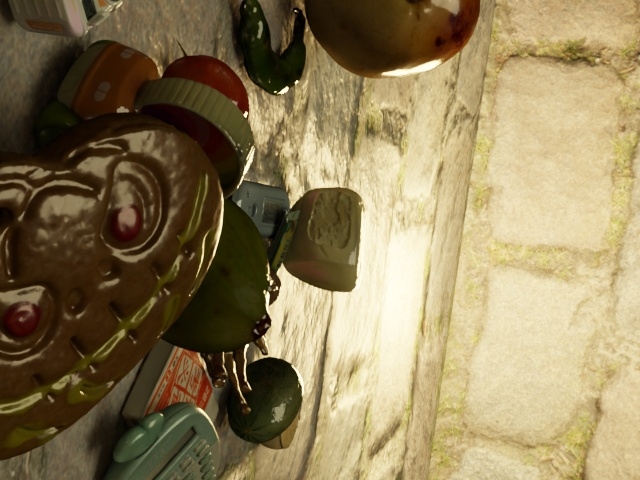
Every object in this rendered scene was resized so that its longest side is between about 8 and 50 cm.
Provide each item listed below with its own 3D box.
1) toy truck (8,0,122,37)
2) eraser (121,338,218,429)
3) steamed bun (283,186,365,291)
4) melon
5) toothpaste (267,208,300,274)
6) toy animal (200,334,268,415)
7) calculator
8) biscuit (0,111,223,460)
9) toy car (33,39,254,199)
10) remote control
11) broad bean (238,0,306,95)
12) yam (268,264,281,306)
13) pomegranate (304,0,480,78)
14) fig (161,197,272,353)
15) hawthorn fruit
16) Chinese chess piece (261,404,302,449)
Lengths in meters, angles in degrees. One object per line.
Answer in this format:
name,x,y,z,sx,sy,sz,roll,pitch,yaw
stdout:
toy truck,-0.272,-0.304,1.267,0.227,0.098,0.114,80,29,-42
eraser,-0.207,0.240,1.842,0.230,0.038,0.157,77,28,-51
steamed bun,0.000,0.000,2.226,0.238,0.153,0.170,91,4,-78
melon,-0.088,0.253,2.110,0.167,0.114,0.114,-61,154,-44
toothpaste,-0.080,0.042,2.091,0.204,0.031,0.049,-67,163,14
toy animal,-0.128,0.162,1.997,0.149,0.054,0.275,59,12,-16
calculator,-0.214,0.308,1.758,0.184,0.042,0.295,-47,153,-18
biscuit,-0.254,0.040,1.289,0.394,0.070,0.350,-50,146,-14
toy car,-0.180,-0.102,1.455,0.235,0.235,0.145,81,24,-45
remote control,-0.101,-0.047,2.025,0.244,0.047,0.087,3,100,-72
broad bean,-0.073,-0.294,2.001,0.292,0.049,0.144,-19,110,-73
yam,-0.108,0.056,2.001,0.127,0.084,0.084,61,41,-59
pomegranate,0.108,-0.404,2.130,0.319,0.319,0.319,9,90,-73
fig,-0.139,0.050,1.666,0.203,0.225,0.203,-38,146,-32
hawthorn fruit,-0.149,-0.184,1.677,0.125,0.125,0.140,53,50,-67
Chinese chess piece,-0.073,0.306,2.291,0.122,0.051,0.122,9,90,-75
